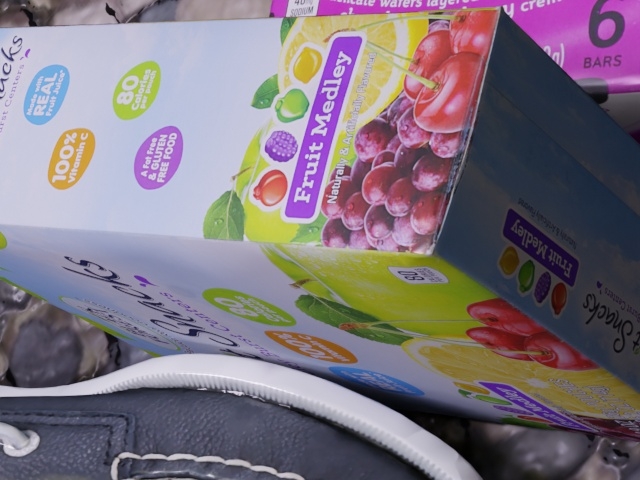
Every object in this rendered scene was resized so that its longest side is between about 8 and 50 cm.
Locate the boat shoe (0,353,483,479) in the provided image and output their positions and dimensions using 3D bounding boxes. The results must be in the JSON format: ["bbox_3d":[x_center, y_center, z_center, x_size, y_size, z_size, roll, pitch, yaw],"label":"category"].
[{"bbox_3d":[-0.094,0.098,0.531,0.303,0.114,0.091,0,30,25],"label":"boat shoe"}]

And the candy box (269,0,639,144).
[{"bbox_3d":[0.075,-0.143,0.560,0.159,0.071,0.233,-1,72,37],"label":"candy box"}]

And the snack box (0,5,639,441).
[{"bbox_3d":[0.000,0.000,0.493,0.207,0.174,0.070,5,72,39],"label":"snack box"}]
